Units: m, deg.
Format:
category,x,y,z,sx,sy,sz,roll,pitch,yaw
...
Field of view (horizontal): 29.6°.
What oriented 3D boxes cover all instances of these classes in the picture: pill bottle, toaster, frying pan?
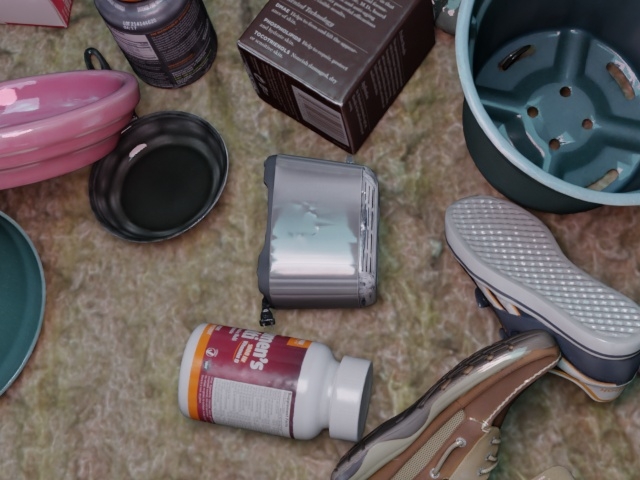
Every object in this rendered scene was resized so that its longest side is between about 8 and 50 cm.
category,x,y,z,sx,sy,sz,roll,pitch,yaw
pill bottle,-0.220,-0.306,1.587,0.130,0.246,0.131,-2,72,6
toaster,0.000,0.000,1.524,0.146,0.129,0.227,1,71,5
pill bottle,-0.053,0.176,1.475,0.221,0.121,0.121,9,73,10
frying pan,-0.260,-0.113,1.634,0.326,0.053,0.197,33,77,28

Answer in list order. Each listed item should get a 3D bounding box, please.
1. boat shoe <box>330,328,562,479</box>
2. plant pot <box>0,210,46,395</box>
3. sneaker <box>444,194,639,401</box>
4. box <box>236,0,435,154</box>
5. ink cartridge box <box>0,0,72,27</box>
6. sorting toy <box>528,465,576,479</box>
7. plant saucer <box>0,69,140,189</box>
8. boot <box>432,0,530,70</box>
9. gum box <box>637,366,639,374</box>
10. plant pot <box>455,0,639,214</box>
category,x,y,z,sx,sy,sz,roll,pitch,yaw
boat shoe,0.160,0.223,1.411,0.324,0.123,0.116,-41,86,23
plant pot,-0.520,0.068,1.508,0.196,0.293,0.293,21,74,41
sneaker,0.257,0.073,1.471,0.126,0.128,0.321,-21,44,-23
box,0.026,-0.257,1.582,0.167,0.168,0.203,32,78,16
ink cartridge box,-0.434,-0.436,1.733,0.171,0.100,0.237,5,73,7
sorting toy,0.263,0.442,1.371,0.229,0.041,0.307,-34,66,6
plant saucer,-0.388,-0.137,1.536,0.332,0.332,0.084,-8,110,5
boot,0.255,-0.358,1.646,0.161,0.083,0.247,29,80,5
gum box,0.459,0.101,1.443,0.188,0.107,0.062,-28,71,-3
plant pot,0.311,-0.180,1.412,0.341,0.334,0.341,0,82,1
